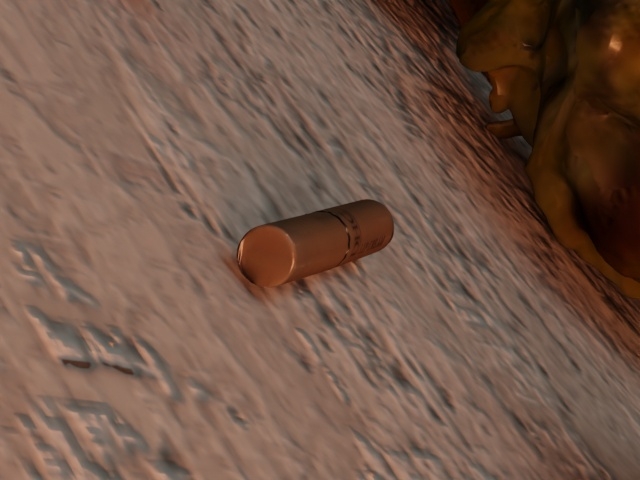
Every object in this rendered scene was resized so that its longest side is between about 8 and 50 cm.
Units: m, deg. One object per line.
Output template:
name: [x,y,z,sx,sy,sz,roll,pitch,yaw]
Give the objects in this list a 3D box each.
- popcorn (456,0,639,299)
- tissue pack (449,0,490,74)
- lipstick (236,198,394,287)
popcorn: [0.169,-0.071,0.821,0.169,0.189,0.218,-1,86,-26]
tissue pack: [0.205,-0.180,1.005,0.145,0.274,0.194,33,22,-31]
lipstick: [0.000,0.000,0.580,0.019,0.019,0.094,49,18,8]
